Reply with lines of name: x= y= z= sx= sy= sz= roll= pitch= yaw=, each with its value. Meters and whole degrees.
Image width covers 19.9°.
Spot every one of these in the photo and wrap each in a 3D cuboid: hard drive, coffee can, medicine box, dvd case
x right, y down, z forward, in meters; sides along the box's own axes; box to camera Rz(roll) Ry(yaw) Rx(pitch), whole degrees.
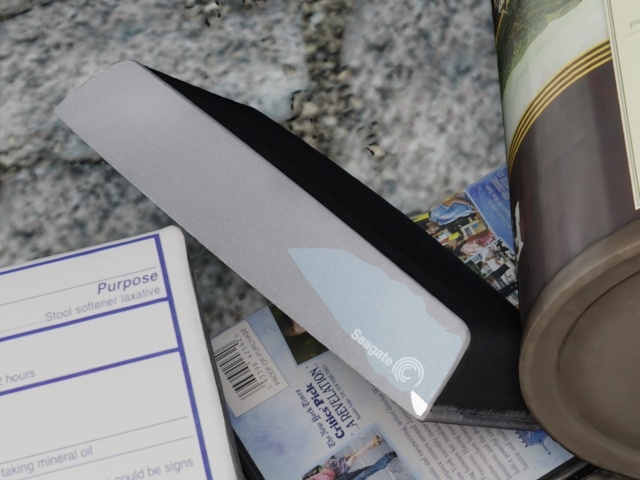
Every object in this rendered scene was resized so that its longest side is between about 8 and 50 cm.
hard drive: x=0.000 y=0.000 z=0.916 sx=0.255 sy=0.172 sz=0.054 roll=39 pitch=101 yaw=26
coffee can: x=0.189 y=-0.048 z=0.895 sx=0.202 sy=0.201 sz=0.275 roll=-6 pitch=49 yaw=7
medicine box: x=-0.156 y=0.167 z=0.830 sx=0.264 sy=0.149 sz=0.289 roll=-13 pitch=49 yaw=-4
dvd case: x=0.072 y=0.069 z=0.977 sx=0.253 sy=0.022 sz=0.180 roll=-30 pitch=59 yaw=-8
